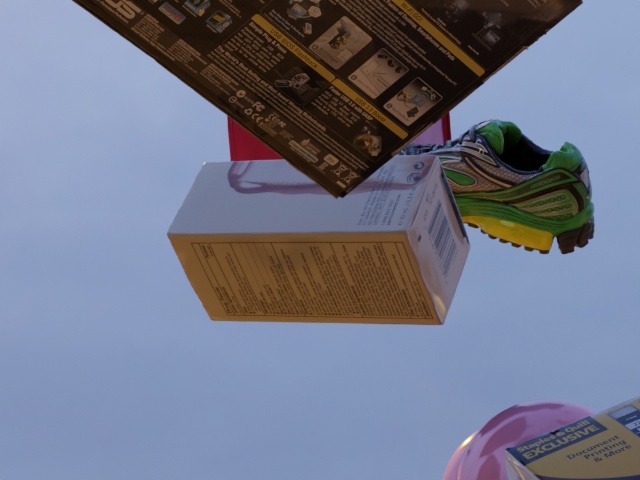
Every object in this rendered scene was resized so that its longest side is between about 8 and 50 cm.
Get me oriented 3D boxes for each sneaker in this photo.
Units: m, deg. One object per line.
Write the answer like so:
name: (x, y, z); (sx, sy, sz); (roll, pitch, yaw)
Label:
sneaker: (0.190, -0.097, 2.124); (0.343, 0.146, 0.134); (13, 29, 28)

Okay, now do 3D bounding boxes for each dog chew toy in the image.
dog chew toy: (0.229, 0.290, 1.887); (0.206, 0.207, 0.332); (1, -12, -13)

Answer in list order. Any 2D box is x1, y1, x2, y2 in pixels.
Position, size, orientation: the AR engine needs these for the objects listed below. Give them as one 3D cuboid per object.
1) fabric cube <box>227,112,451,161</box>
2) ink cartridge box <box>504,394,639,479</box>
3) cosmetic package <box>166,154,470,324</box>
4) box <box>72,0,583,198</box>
fabric cube: (0.037, -0.093, 2.408); (0.258, 0.259, 0.254); (-1, 9, 21)
ink cartridge box: (0.346, 0.223, 1.602); (0.309, 0.130, 0.272); (-20, 25, -17)
cosmetic package: (0.000, 0.000, 1.886); (0.296, 0.129, 0.153); (0, -44, 25)
box: (-0.001, -0.247, 1.532); (0.318, 0.097, 0.395); (-39, -51, 21)
